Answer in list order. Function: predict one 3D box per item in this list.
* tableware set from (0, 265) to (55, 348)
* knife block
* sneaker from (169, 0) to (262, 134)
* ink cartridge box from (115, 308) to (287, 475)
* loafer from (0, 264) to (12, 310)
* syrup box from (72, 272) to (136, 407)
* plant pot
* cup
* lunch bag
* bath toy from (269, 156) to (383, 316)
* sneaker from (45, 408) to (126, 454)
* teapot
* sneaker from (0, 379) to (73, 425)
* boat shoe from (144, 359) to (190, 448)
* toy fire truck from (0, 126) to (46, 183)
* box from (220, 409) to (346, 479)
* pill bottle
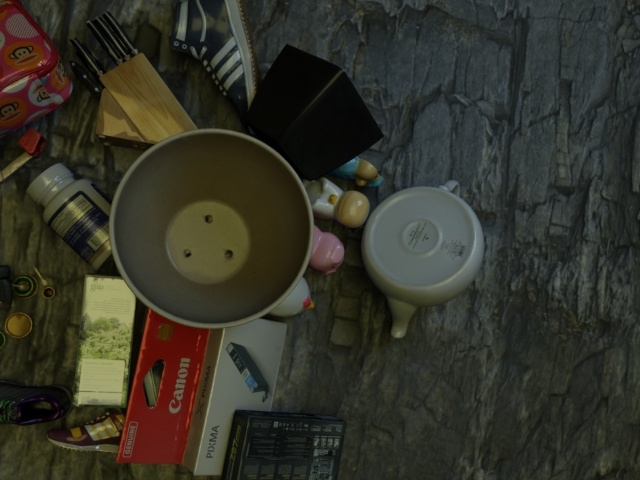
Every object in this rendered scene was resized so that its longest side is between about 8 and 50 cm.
[{"bbox_3d":[-0.563,0.127,1.173,0.154,0.024,0.104,-35,94,-13],"label":"tableware set"},{"bbox_3d":[-0.338,-0.296,1.216,0.276,0.088,0.242,9,85,-11],"label":"knife block"},{"bbox_3d":[-0.202,-0.339,1.247,0.153,0.099,0.282,-9,103,3],"label":"sneaker"},{"bbox_3d":[-0.211,0.276,1.175,0.261,0.066,0.296,14,83,-33],"label":"ink cartridge box"},{"bbox_3d":[-0.678,0.102,1.110,0.268,0.096,0.084,-9,94,-7],"label":"loafer"},{"bbox_3d":[-0.391,0.180,1.170,0.093,0.096,0.236,5,85,-14],"label":"syrup box"},{"bbox_3d":[-0.026,-0.226,1.203,0.167,0.187,0.188,-47,136,-4],"label":"plant pot"},{"bbox_3d":[-0.196,-0.010,1.149,0.331,0.237,0.331,1,84,-12],"label":"cup"},{"bbox_3d":[-0.620,-0.299,1.123,0.293,0.120,0.258,-36,69,-16],"label":"lunch bag"},{"bbox_3d":[0.000,0.000,1.257,0.129,0.151,0.348,36,78,-44],"label":"bath toy"},{"bbox_3d":[-0.404,0.347,1.177,0.185,0.069,0.084,12,75,-17],"label":"sneaker"},{"bbox_3d":[0.207,0.023,1.272,0.256,0.187,0.252,-24,64,4],"label":"teapot"},{"bbox_3d":[-0.559,0.290,1.125,0.224,0.098,0.083,-1,87,-13],"label":"sneaker"},{"bbox_3d":[-0.278,0.304,1.202,0.083,0.065,0.183,-13,88,-11],"label":"boat shoe"},{"bbox_3d":[-0.615,-0.147,1.167,0.135,0.047,0.192,33,80,-8],"label":"toy fire truck"},{"bbox_3d":[-0.068,0.421,1.201,0.233,0.059,0.183,14,82,-35],"label":"box"},{"bbox_3d":[-0.437,-0.047,1.167,0.112,0.112,0.186,-45,96,-11],"label":"pill bottle"}]
